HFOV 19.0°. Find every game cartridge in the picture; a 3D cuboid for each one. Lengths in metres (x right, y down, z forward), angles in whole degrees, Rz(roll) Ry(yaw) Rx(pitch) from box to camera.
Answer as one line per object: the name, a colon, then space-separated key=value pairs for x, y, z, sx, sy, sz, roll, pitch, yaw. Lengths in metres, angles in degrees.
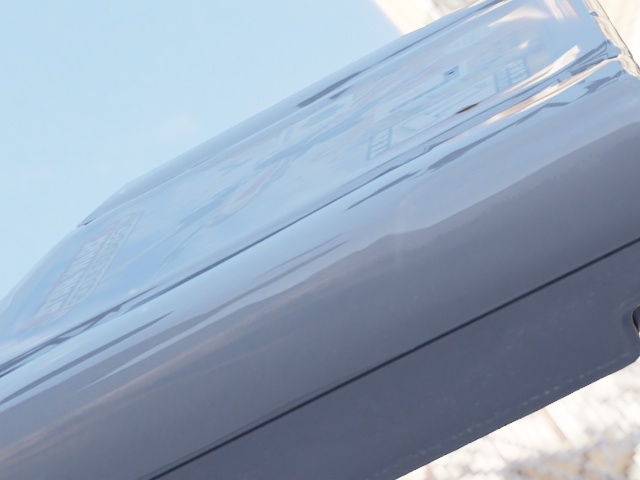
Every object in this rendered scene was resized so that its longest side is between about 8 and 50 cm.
game cartridge: x=0.000 y=0.000 z=0.526 sx=0.198 sy=0.297 sz=0.062 roll=-23 pitch=-78 yaw=9
